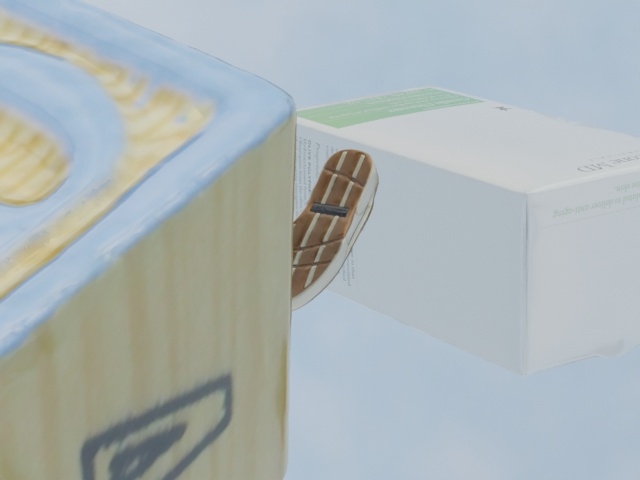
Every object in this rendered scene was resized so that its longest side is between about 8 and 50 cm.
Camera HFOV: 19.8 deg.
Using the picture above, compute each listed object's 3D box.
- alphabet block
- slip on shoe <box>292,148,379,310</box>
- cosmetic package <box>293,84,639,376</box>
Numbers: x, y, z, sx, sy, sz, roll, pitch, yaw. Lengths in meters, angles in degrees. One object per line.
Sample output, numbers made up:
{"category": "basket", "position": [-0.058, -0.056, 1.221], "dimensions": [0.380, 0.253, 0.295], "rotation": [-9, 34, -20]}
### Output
{"category": "alphabet block", "position": [-0.134, 0.036, 0.672], "dimensions": [0.192, 0.193, 0.197], "rotation": [27, -44, 25]}
{"category": "slip on shoe", "position": [0.000, 0.000, 1.201], "dimensions": [0.051, 0.135, 0.041], "rotation": [12, -36, 19]}
{"category": "cosmetic package", "position": [0.129, -0.020, 1.545], "dimensions": [0.365, 0.197, 0.155], "rotation": [19, -64, 53]}
